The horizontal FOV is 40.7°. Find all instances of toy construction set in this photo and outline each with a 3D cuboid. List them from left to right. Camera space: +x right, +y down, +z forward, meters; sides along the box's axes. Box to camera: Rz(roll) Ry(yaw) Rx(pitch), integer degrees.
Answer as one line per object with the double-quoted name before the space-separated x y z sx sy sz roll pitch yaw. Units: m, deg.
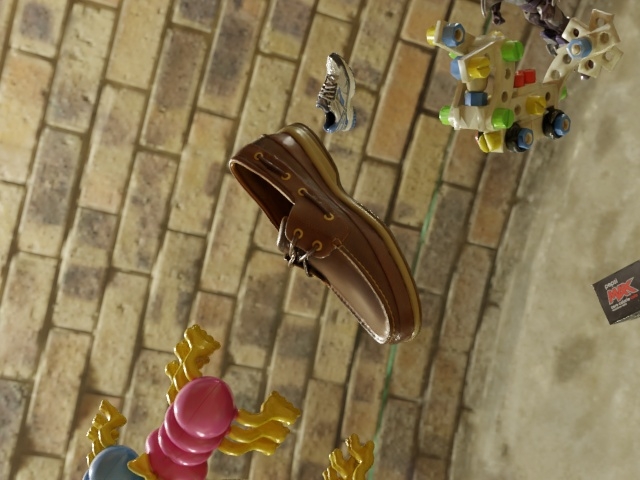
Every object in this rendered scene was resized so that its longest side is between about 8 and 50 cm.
"toy construction set" 0.311 -0.249 1.329 0.151 0.327 0.215 23 124 59

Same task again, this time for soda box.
"soda box" 0.406 0.041 1.014 0.169 0.053 0.060 -41 62 48

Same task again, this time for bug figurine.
"bug figurine" -0.046 0.182 0.522 0.072 0.279 0.216 -38 -22 -54

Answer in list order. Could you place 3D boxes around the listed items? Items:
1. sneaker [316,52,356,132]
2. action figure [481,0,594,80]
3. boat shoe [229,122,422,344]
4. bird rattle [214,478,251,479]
"sneaker" 0.022 -0.231 1.381 0.052 0.058 0.135 34 141 49
"action figure" 0.376 -0.402 1.497 0.099 0.285 0.185 -56 28 1
"boat shoe" 0.000 -0.001 0.564 0.178 0.060 0.064 55 150 26
"bird rattle" -0.121 0.426 1.275 0.143 0.253 0.207 -85 -13 -45
